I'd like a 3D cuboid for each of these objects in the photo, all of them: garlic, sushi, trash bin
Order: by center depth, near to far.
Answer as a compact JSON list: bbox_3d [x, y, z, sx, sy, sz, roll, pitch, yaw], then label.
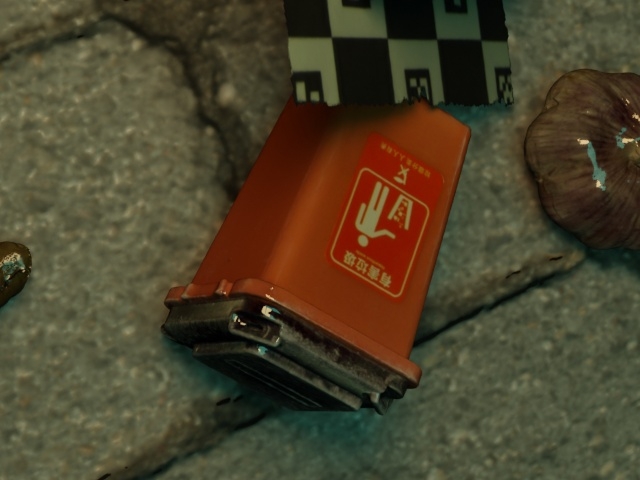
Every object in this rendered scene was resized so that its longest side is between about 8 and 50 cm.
[{"bbox_3d":[0.099,-0.243,1.173,0.373,0.100,0.296,-6,90,-62],"label":"sushi"},{"bbox_3d":[0.000,0.000,1.256,0.161,0.184,0.239,31,69,-25],"label":"trash bin"},{"bbox_3d":[0.242,-0.065,1.362,0.147,0.102,0.159,-41,104,-12],"label":"garlic"}]

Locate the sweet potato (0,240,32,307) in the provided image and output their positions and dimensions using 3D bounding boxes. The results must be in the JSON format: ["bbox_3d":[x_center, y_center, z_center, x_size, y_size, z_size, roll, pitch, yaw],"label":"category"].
[{"bbox_3d":[-0.338,0.054,1.170,0.285,0.085,0.112,-10,109,-18],"label":"sweet potato"}]
